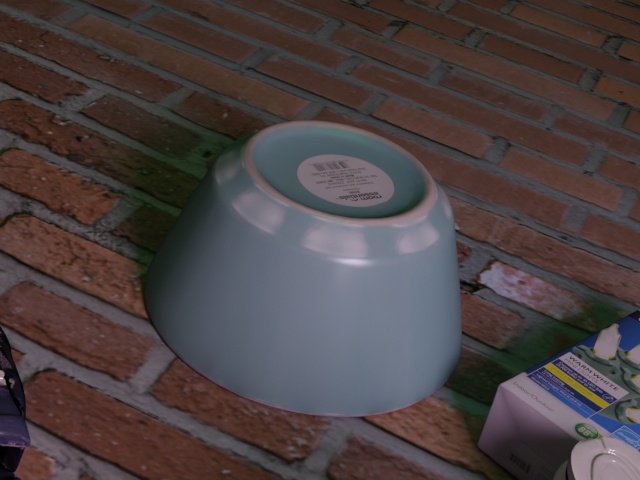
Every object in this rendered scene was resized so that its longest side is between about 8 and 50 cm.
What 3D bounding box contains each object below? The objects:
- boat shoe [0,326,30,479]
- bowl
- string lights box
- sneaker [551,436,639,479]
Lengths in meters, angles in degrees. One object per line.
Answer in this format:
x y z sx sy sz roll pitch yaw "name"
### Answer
-0.360 0.127 0.826 0.340 0.127 0.158 -5 30 -29 "boat shoe"
0.000 0.000 1.133 0.311 0.163 0.311 9 33 -6 "bowl"
0.276 0.150 1.088 0.259 0.077 0.133 -20 44 -42 "string lights box"
0.215 0.266 0.890 0.090 0.095 0.235 10 52 -15 "sneaker"
